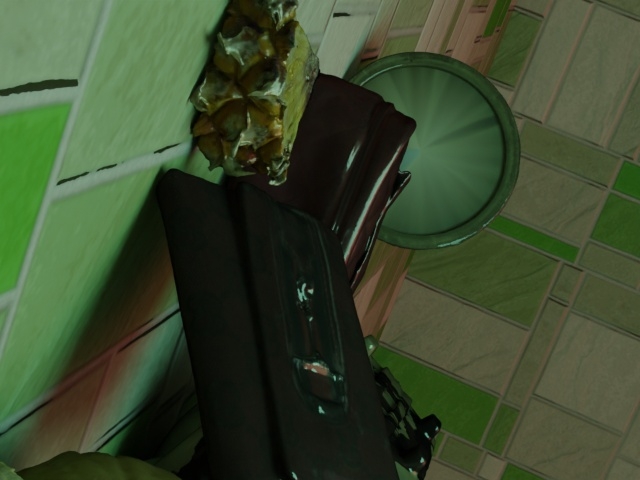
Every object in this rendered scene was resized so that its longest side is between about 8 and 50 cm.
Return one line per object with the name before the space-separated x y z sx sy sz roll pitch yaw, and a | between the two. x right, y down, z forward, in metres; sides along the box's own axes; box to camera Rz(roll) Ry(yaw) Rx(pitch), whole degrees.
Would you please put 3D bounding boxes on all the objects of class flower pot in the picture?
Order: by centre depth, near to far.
flower pot | 0.103 -0.086 1.334 0.202 0.212 0.212 102 12 -84

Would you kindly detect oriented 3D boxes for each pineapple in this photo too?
pineapple | -0.035 -0.112 0.813 0.116 0.069 0.137 -53 162 -55

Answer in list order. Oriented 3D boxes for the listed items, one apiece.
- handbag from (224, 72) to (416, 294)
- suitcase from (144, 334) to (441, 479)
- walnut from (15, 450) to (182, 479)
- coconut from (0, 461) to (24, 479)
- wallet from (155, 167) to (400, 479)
handbag | -0.009 -0.024 0.992 0.146 0.135 0.225 8 104 -86
suitcase | -0.068 0.232 1.087 0.339 0.194 0.351 -40 174 7
walnut | -0.135 0.241 0.667 0.225 0.225 0.261 -58 174 -45
coconut | -0.170 0.162 0.467 0.153 0.147 0.147 100 15 -46
wallet | -0.024 0.072 0.796 0.049 0.229 0.182 -32 147 30
